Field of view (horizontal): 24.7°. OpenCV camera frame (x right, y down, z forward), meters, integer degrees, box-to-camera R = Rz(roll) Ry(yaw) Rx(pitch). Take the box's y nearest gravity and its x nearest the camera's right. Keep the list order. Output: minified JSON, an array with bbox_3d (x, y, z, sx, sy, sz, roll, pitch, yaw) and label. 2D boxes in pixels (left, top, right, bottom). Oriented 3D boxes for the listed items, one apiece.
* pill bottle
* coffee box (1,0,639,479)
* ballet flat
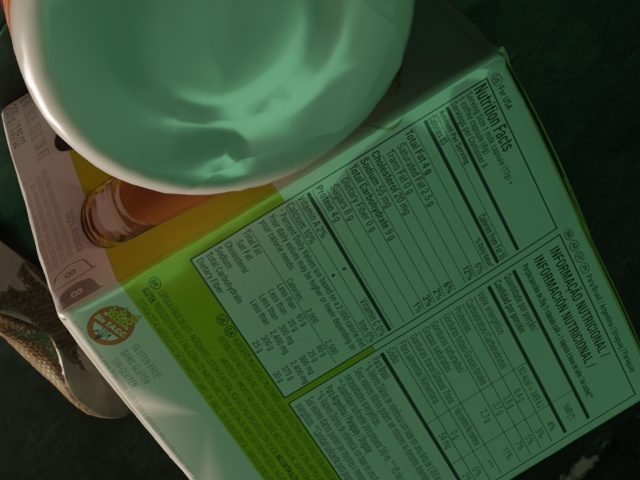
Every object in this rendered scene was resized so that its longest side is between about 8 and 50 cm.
[{"bbox_3d":[-0.104,-0.215,0.928,0.224,0.392,0.224,-9,123,-14],"label":"pill bottle"},{"bbox_3d":[0.000,0.000,1.133,0.334,0.337,0.338,-32,125,0],"label":"coffee box"},{"bbox_3d":[-0.243,0.074,1.270,0.250,0.058,0.084,45,63,-40],"label":"ballet flat"}]
